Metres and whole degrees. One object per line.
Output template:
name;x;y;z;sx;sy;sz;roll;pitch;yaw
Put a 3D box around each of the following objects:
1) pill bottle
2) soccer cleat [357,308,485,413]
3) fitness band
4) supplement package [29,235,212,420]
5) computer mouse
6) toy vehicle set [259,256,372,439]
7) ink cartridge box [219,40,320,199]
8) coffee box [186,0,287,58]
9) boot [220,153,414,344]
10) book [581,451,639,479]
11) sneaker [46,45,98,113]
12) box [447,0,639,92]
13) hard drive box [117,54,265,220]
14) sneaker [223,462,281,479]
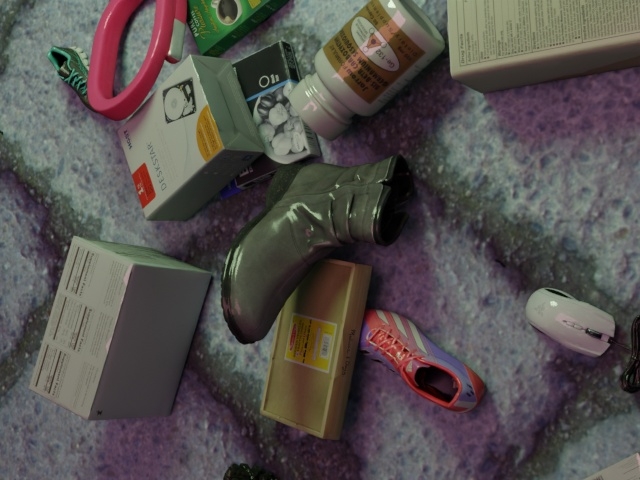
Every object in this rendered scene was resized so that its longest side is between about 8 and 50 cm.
pill bottle;0.065;-0.264;1.647;0.229;0.131;0.131;-42;67;20
soccer cleat;0.128;0.171;1.586;0.248;0.095;0.083;33;101;28
fitness band;-0.319;-0.340;1.865;0.209;0.054;0.291;-22;52;35
supplement package;-0.325;0.147;1.788;0.145;0.204;0.262;20;95;32
computer mouse;0.363;0.124;1.486;0.193;0.042;0.106;24;98;30
toy vehicle set;-0.010;0.157;1.669;0.166;0.035;0.267;11;90;52
ink cartridge box;-0.116;-0.197;1.796;0.208;0.045;0.206;-22;74;28
coffee box;-0.146;-0.404;1.835;0.184;0.040;0.113;-35;68;22
boot;0.000;0.000;1.591;0.222;0.118;0.338;-2;52;32
book;0.418;0.366;1.437;0.096;0.035;0.144;-34;69;26
sneaker;-0.444;-0.294;1.976;0.065;0.076;0.166;-50;64;17
box;0.339;-0.305;1.498;0.311;0.121;0.148;-5;82;30
hard drive box;-0.217;-0.164;1.790;0.232;0.089;0.181;-38;65;39
sneaker;-0.052;0.504;1.653;0.343;0.134;0.146;44;113;35
